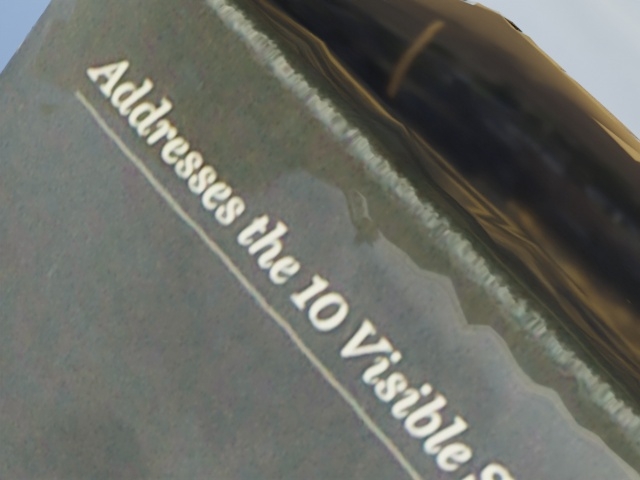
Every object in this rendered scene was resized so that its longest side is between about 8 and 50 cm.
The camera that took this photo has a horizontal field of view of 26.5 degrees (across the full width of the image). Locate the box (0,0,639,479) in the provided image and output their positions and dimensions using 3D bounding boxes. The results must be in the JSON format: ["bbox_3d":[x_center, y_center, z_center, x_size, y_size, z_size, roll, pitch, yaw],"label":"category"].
[{"bbox_3d":[0.021,0.224,0.495,0.480,0.471,0.297,48,-157,19],"label":"box"}]
